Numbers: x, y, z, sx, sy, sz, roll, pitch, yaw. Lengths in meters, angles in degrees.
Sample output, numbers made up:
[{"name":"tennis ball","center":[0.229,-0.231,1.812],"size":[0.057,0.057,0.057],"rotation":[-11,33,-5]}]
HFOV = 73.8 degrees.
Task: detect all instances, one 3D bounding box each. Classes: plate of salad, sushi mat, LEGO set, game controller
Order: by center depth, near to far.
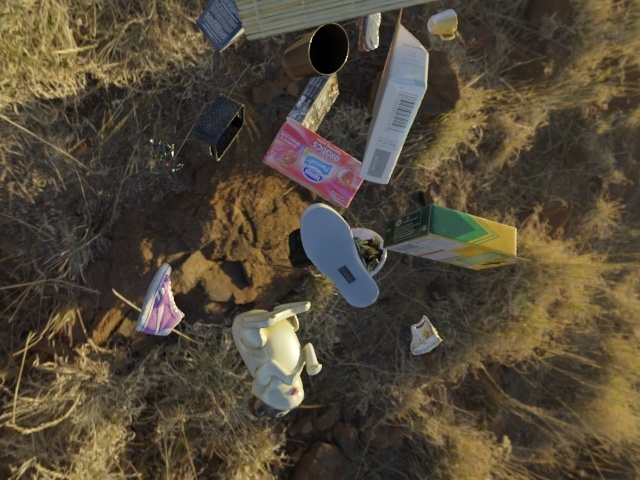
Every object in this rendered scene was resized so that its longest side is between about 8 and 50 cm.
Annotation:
[{"name":"sushi mat","center":[0.027,-0.345,0.509],"size":[0.019,0.317,0.151],"rotation":[-74,154,-47]},{"name":"LEGO set","center":[-0.324,-0.182,0.892],"size":[0.054,0.023,0.083],"rotation":[-12,130,6]},{"name":"plate of salad","center":[0.108,0.038,1.353],"size":[0.200,0.200,0.048],"rotation":[-48,147,-17]},{"name":"game controller","center":[-0.012,0.007,1.695],"size":[0.067,0.319,0.166],"rotation":[21,63,-44]}]

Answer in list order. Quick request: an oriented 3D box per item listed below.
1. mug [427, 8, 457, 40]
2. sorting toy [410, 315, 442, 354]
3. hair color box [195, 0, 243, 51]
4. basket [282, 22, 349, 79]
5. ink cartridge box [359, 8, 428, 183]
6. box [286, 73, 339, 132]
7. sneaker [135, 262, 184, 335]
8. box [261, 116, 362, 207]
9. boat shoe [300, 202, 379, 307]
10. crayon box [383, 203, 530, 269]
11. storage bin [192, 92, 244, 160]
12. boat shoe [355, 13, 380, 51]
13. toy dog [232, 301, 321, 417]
[{"name":"mug","center":[0.334,-0.592,1.169],"size":[0.064,0.078,0.062],"rotation":[-17,136,-12]},{"name":"sorting toy","center":[0.255,0.228,1.050],"size":[0.045,0.075,0.083],"rotation":[15,129,-33]},{"name":"hair color box","center":[-0.178,-0.638,1.103],"size":[0.105,0.347,0.174],"rotation":[49,64,-23]},{"name":"basket","center":[-0.033,-0.690,1.600],"size":[0.154,0.227,0.204],"rotation":[44,72,-31]},{"name":"ink cartridge box","center":[0.117,-0.229,0.666],"size":[0.056,0.181,0.224],"rotation":[15,53,1]},{"name":"box","center":[-0.029,-0.617,1.954],"size":[0.077,0.242,0.307],"rotation":[31,88,9]},{"name":"sneaker","center":[-0.616,0.241,1.714],"size":[0.161,0.102,0.282],"rotation":[21,72,-25]},{"name":"box","center":[-0.020,-0.242,1.365],"size":[0.300,0.142,0.154],"rotation":[31,90,-15]},{"name":"boat shoe","center":[0.044,0.023,0.985],"size":[0.113,0.105,0.306],"rotation":[-33,124,10]},{"name":"crayon box","center":[0.358,0.000,1.132],"size":[0.323,0.203,0.083],"rotation":[14,74,-21]},{"name":"storage bin","center":[-0.324,-0.363,1.372],"size":[0.084,0.122,0.180],"rotation":[27,68,0]},{"name":"boat shoe","center":[0.147,-0.692,1.366],"size":[0.066,0.066,0.183],"rotation":[26,65,-48]},{"name":"toy dog","center":[-0.197,0.476,1.643],"size":[0.285,0.396,0.407],"rotation":[-12,91,-62]}]
